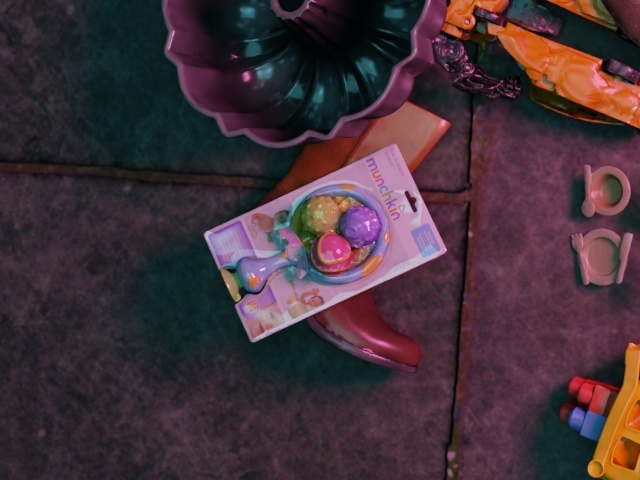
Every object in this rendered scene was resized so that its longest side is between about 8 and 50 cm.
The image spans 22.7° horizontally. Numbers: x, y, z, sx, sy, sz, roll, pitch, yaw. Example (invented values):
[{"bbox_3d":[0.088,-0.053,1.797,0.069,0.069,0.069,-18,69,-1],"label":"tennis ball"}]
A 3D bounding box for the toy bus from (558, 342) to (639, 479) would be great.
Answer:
[{"bbox_3d":[0.371,0.178,1.728,0.211,0.149,0.220,23,95,24],"label":"toy bus"}]

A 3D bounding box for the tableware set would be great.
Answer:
[{"bbox_3d":[0.346,-0.015,1.736,0.169,0.020,0.141,5,96,39],"label":"tableware set"}]

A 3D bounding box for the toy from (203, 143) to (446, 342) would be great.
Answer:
[{"bbox_3d":[0.000,0.000,1.736,0.237,0.056,0.136,-26,79,7],"label":"toy"}]

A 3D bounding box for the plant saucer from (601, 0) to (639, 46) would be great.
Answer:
[{"bbox_3d":[0.435,-0.326,1.682,0.311,0.050,0.310,1,83,-5],"label":"plant saucer"}]

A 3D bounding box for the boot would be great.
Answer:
[{"bbox_3d":[0.061,-0.019,1.804,0.264,0.096,0.280,34,91,14],"label":"boot"}]

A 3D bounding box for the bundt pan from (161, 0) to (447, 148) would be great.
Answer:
[{"bbox_3d":[-0.004,-0.254,1.734,0.331,0.124,0.330,-3,84,28],"label":"bundt pan"}]

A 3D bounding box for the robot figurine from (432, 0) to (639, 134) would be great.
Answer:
[{"bbox_3d":[0.257,-0.233,1.743,0.291,0.085,0.211,25,96,7],"label":"robot figurine"}]
